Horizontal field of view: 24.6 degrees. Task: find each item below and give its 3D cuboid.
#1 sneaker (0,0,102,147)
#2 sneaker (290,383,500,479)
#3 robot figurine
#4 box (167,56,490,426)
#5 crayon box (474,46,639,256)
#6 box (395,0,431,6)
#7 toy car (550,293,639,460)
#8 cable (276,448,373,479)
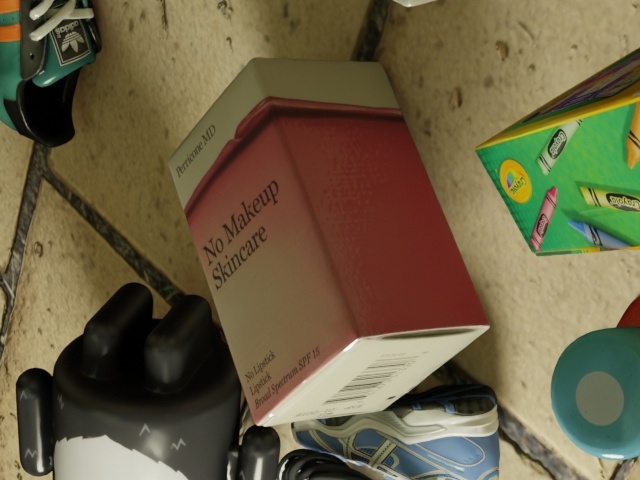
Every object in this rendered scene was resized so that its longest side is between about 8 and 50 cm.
[{"bbox_3d":[-0.244,-0.216,1.313,0.121,0.108,0.302,41,140,25],"label":"sneaker"},{"bbox_3d":[0.056,0.164,1.178,0.211,0.080,0.081,-7,99,48],"label":"sneaker"},{"bbox_3d":[-0.159,0.183,1.336,0.209,0.174,0.278,36,130,46],"label":"robot figurine"},{"bbox_3d":[0.000,0.000,1.087,0.148,0.127,0.232,-45,58,44],"label":"box"},{"bbox_3d":[0.210,-0.070,0.771,0.081,0.165,0.278,60,167,-5],"label":"crayon box"},{"bbox_3d":[0.114,-0.217,0.809,0.094,0.275,0.113,34,127,32],"label":"box"},{"bbox_3d":[0.282,0.025,0.811,0.210,0.219,0.238,29,109,36],"label":"toy car"},{"bbox_3d":[0.045,0.220,1.195,0.150,0.047,0.184,45,157,-18],"label":"cable"}]
